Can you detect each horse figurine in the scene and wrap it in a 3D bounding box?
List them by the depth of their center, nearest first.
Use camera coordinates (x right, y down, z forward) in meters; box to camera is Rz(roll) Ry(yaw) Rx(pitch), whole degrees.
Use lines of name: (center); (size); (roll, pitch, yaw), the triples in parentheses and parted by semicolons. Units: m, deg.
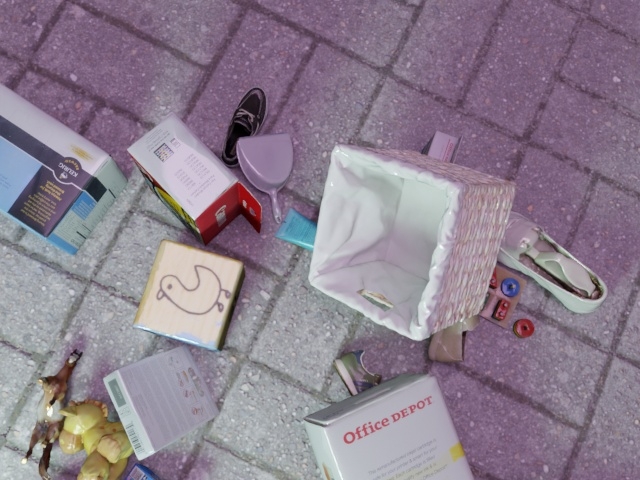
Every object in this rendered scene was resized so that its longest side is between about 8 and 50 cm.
horse figurine: (-0.586, 0.378, 1.527); (0.066, 0.174, 0.263); (9, 92, -7)

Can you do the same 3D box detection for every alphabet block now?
alphabet block: (-0.284, 0.128, 1.569); (0.192, 0.193, 0.197); (16, 78, -4)

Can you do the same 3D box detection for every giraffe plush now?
giraffe plush: (-0.484, 0.420, 1.508); (0.170, 0.181, 0.210); (30, 54, 9)

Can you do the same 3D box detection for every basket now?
basket: (0.192, -0.010, 1.494); (0.328, 0.266, 0.331); (25, 110, 40)

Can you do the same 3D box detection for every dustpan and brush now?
dustpan and brush: (-0.119, -0.147, 1.702); (0.147, 0.060, 0.211); (-12, 80, -30)

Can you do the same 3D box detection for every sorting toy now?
sorting toy: (0.412, 0.119, 1.706); (0.274, 0.046, 0.132); (28, 78, 1)

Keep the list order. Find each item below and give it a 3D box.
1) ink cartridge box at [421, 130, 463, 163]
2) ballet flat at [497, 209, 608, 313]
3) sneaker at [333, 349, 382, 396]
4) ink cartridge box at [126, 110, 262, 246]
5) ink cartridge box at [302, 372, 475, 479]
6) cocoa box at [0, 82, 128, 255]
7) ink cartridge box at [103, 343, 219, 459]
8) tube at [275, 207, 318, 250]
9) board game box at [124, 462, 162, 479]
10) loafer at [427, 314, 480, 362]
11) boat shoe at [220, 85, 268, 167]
ink cartridge box: (0.276, -0.192, 1.683); (0.060, 0.180, 0.104); (20, 78, -1)
ballet flat: (0.523, 0.028, 1.690); (0.400, 0.139, 0.139); (37, 79, 3)
sneaker: (0.111, 0.341, 1.628); (0.086, 0.064, 0.192); (-29, 83, -9)
ink cartridge box: (-0.264, -0.100, 1.552); (0.130, 0.309, 0.272); (-44, 85, -11)
ink cartridge box: (0.165, 0.508, 1.505); (0.279, 0.160, 0.385); (-19, 89, -21)
cocoa box: (-0.651, -0.162, 1.570); (0.347, 0.231, 0.228); (33, 79, 2)
ink cartridge box: (-0.342, 0.344, 1.537); (0.066, 0.232, 0.189); (-30, 83, 23)
tube: (0.000, 0.000, 1.693); (0.207, 0.052, 0.080); (27, 73, 6)
board game box: (-0.397, 0.613, 1.505); (0.160, 0.047, 0.210); (27, 76, 32)
loafer: (0.331, 0.164, 1.636); (0.092, 0.102, 0.269); (20, 101, 18)
boat shoe: (-0.181, -0.283, 1.716); (0.077, 0.070, 0.219); (19, 78, -1)
